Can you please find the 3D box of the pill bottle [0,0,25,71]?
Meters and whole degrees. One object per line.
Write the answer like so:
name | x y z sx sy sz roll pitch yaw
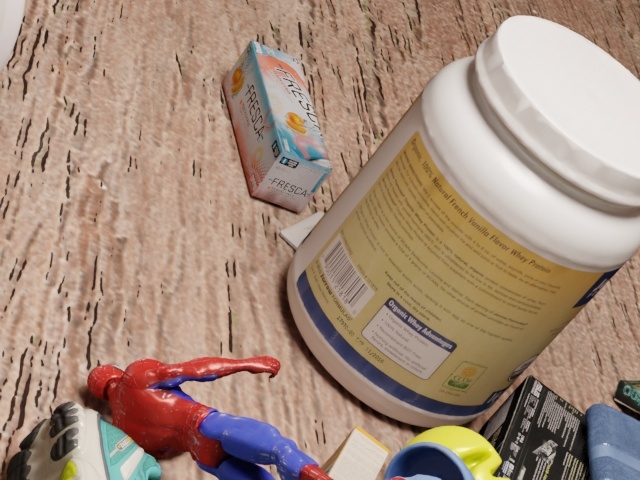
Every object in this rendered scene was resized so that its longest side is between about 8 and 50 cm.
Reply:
pill bottle | -0.405 -0.170 1.210 0.229 0.229 0.407 48 31 19

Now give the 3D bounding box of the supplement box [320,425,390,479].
supplement box | 0.012 0.195 1.449 0.036 0.062 0.098 37 29 -1

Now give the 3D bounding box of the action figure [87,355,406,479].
action figure | -0.044 0.143 1.372 0.280 0.091 0.139 23 25 30

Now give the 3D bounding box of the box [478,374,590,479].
box | 0.197 0.221 1.592 0.147 0.077 0.180 36 30 -2

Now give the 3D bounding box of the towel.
towel | 0.254 0.192 1.584 0.067 0.029 0.119 29 32 -16

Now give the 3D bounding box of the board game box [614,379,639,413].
board game box | 0.397 0.175 1.869 0.186 0.026 0.126 6 15 -43

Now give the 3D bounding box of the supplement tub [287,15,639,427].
supplement tub | 0.140 -0.015 1.615 0.228 0.316 0.228 27 34 -19

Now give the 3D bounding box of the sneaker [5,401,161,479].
sneaker | -0.140 0.216 1.226 0.110 0.107 0.275 33 29 -26

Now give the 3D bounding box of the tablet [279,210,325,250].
tablet | 0.000 0.000 1.765 0.054 0.006 0.083 44 31 11

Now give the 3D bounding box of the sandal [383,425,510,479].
sandal | 0.123 0.278 1.367 0.317 0.126 0.138 52 23 25

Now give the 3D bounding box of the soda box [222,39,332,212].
soda box | -0.044 -0.113 1.819 0.058 0.063 0.183 19 34 -29
